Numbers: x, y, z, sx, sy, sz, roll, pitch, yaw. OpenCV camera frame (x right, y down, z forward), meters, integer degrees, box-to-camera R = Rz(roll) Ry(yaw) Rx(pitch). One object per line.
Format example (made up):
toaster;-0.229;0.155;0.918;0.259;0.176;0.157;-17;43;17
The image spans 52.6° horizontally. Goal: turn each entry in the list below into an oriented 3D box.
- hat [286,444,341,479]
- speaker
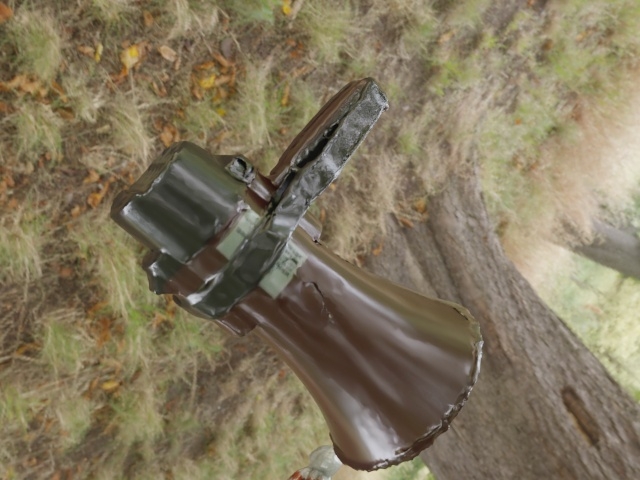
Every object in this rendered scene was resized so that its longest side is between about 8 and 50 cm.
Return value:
hat;-0.019;0.390;0.993;0.162;0.112;0.094;-51;168;-36
speaker;0.010;0.015;0.581;0.259;0.198;0.329;-38;114;9
